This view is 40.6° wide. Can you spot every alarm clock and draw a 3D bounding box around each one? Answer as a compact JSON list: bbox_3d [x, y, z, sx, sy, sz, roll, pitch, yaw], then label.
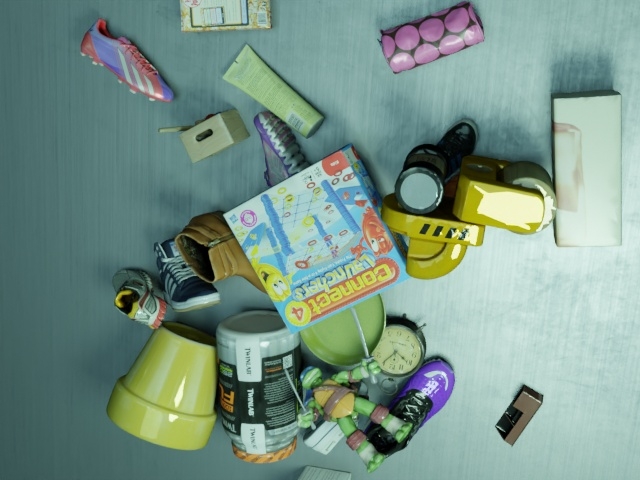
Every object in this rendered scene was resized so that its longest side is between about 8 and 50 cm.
[{"bbox_3d":[0.170,0.261,1.963,0.129,0.064,0.192,14,103,11],"label":"alarm clock"}]

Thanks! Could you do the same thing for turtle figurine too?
[{"bbox_3d":[0.056,0.343,1.834,0.266,0.198,0.275,40,133,18],"label":"turtle figurine"}]

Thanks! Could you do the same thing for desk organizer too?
[{"bbox_3d":[0.442,0.390,1.935,0.050,0.047,0.130,31,109,8],"label":"desk organizer"}]

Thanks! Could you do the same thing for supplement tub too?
[{"bbox_3d":[-0.136,0.335,1.991,0.193,0.193,0.316,1,104,14],"label":"supplement tub"}]

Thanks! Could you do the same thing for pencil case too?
[{"bbox_3d":[0.226,-0.418,1.770,0.209,0.095,0.098,-16,78,15],"label":"pencil case"}]

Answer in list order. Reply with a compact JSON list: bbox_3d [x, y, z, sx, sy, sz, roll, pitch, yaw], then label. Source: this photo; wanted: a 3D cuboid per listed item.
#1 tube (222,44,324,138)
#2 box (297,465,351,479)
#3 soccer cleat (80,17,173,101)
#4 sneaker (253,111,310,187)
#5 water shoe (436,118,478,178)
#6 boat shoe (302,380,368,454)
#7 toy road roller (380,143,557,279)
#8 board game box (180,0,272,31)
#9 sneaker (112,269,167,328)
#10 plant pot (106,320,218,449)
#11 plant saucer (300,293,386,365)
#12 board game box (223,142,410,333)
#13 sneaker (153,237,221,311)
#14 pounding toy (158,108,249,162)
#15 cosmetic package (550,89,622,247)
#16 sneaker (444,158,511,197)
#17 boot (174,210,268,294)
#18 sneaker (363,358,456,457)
[{"bbox_3d":[-0.099,-0.321,1.896,0.240,0.070,0.062,39,152,7],"label":"tube"},{"bbox_3d":[-0.006,0.661,2.046,0.119,0.182,0.181,6,105,15],"label":"box"},{"bbox_3d":[-0.428,-0.401,1.948,0.248,0.083,0.095,34,105,7],"label":"soccer cleat"},{"bbox_3d":[-0.090,-0.170,1.913,0.104,0.095,0.236,-28,96,27],"label":"sneaker"},{"bbox_3d":[0.260,-0.164,1.825,0.073,0.080,0.203,38,109,3],"label":"water shoe"},{"bbox_3d":[0.053,0.418,2.034,0.076,0.083,0.226,36,120,-11],"label":"boat shoe"},{"bbox_3d":[0.284,-0.042,1.715,0.329,0.202,0.241,9,111,8],"label":"toy road roller"},{"bbox_3d":[-0.204,-0.524,1.853,0.193,0.045,0.147,-1,103,2],"label":"board game box"},{"bbox_3d":[-0.441,0.124,2.028,0.225,0.092,0.088,33,99,51],"label":"sneaker"},{"bbox_3d":[-0.342,0.329,2.032,0.254,0.254,0.239,22,92,8],"label":"plant pot"},{"bbox_3d":[0.049,0.161,1.952,0.241,0.037,0.241,3,95,32],"label":"plant saucer"},{"bbox_3d":[0.000,0.000,1.840,0.308,0.086,0.302,-28,96,21],"label":"board game box"},{"bbox_3d":[-0.306,0.071,1.952,0.099,0.282,0.153,-10,96,-24],"label":"sneaker"},{"bbox_3d":[-0.256,-0.237,1.914,0.141,0.130,0.100,-24,96,19],"label":"pounding toy"},{"bbox_3d":[0.527,-0.145,1.725,0.129,0.153,0.296,-1,102,14],"label":"cosmetic package"},{"bbox_3d":[0.324,-0.122,1.827,0.175,0.067,0.064,-31,96,21],"label":"sneaker"},{"bbox_3d":[-0.185,0.050,1.919,0.109,0.220,0.283,-42,91,19],"label":"boot"},{"bbox_3d":[0.197,0.399,1.947,0.102,0.146,0.293,40,110,2],"label":"sneaker"}]
